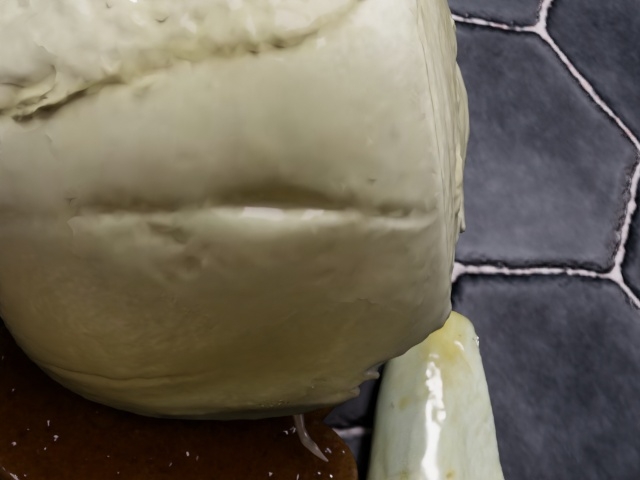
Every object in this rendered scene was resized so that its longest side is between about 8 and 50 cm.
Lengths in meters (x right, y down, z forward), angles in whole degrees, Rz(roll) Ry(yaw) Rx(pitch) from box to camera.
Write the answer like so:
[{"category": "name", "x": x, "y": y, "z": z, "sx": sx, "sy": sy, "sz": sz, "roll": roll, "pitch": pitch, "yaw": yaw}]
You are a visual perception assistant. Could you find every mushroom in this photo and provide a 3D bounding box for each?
[{"category": "mushroom", "x": 0.066, "y": 0.194, "z": 0.648, "sx": 0.107, "sy": 0.087, "sz": 0.333, "roll": 33, "pitch": 47, "yaw": -22}]

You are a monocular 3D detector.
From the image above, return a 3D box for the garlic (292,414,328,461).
[{"category": "garlic", "x": 0.004, "y": 0.001, "z": 0.709, "sx": 0.128, "sy": 0.148, "sz": 0.266, "roll": 38, "pitch": 16, "yaw": -52}]

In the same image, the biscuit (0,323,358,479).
[{"category": "biscuit", "x": -0.093, "y": 0.104, "z": 0.652, "sx": 0.236, "sy": 0.039, "sz": 0.180, "roll": 10, "pitch": 51, "yaw": -19}]

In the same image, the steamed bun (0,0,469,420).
[{"category": "steamed bun", "x": -0.053, "y": -0.044, "z": 0.573, "sx": 0.290, "sy": 0.273, "sz": 0.272, "roll": -18, "pitch": 74, "yaw": 4}]
